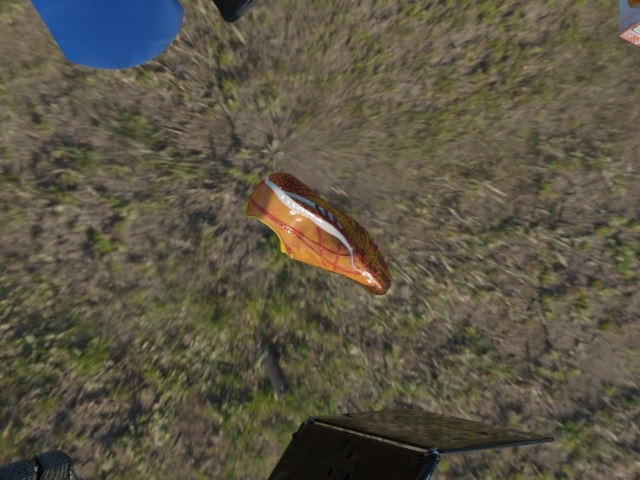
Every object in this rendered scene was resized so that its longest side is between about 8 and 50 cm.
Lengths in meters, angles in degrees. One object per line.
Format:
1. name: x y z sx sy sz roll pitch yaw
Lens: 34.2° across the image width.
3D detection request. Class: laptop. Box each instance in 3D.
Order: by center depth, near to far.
1. laptop: 0.069 0.268 1.095 0.136 0.234 0.264 43 67 -26

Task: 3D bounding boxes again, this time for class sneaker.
1. sneaker: 0.000 0.000 1.079 0.175 0.064 0.067 40 119 -6

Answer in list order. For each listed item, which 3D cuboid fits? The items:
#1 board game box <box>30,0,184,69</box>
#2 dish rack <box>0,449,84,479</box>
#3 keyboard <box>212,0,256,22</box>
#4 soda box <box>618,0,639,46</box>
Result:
1. board game box: -0.215 -0.232 0.997 0.133 0.033 0.168 -29 83 -30
2. dish rack: -0.322 0.368 1.151 0.208 0.074 0.271 -14 58 -39
3. keyboard: -0.107 -0.325 1.055 0.100 0.038 0.192 -35 85 44
4. soda box: 0.275 -0.185 0.666 0.058 0.183 0.062 19 65 -23
